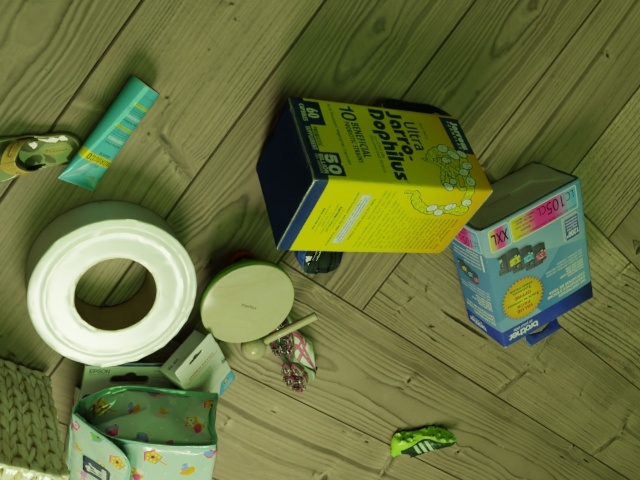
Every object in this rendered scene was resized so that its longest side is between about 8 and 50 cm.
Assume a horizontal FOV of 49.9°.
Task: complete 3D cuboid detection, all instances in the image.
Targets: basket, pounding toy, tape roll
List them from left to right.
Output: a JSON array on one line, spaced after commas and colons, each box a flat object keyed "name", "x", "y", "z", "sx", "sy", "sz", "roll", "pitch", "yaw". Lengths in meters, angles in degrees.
[{"name": "basket", "x": -0.617, "y": 0.376, "z": 1.099, "sx": 0.266, "sy": 0.328, "sz": 0.331, "roll": 32, "pitch": 96, "yaw": -35}, {"name": "tape roll", "x": -0.369, "y": 0.077, "z": 1.216, "sx": 0.286, "sy": 0.100, "sz": 0.286, "roll": -10, "pitch": 116, "yaw": -22}, {"name": "pounding toy", "x": -0.141, "y": 0.109, "z": 1.342, "sx": 0.183, "sy": 0.110, "sz": 0.237, "roll": -36, "pitch": 131, "yaw": 0}]

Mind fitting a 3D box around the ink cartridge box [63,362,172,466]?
[{"name": "ink cartridge box", "x": -0.408, "y": 0.389, "z": 1.358, "sx": 0.176, "sy": 0.069, "sz": 0.370, "roll": 6, "pitch": 111, "yaw": -28}]

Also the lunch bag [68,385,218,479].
[{"name": "lunch bag", "x": -0.327, "y": 0.387, "z": 1.256, "sx": 0.263, "sy": 0.160, "sz": 0.223, "roll": 6, "pitch": 126, "yaw": -14}]

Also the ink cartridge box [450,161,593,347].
[{"name": "ink cartridge box", "x": 0.465, "y": 0.057, "z": 1.578, "sx": 0.270, "sy": 0.151, "sz": 0.395, "roll": -27, "pitch": 123, "yaw": -12}]

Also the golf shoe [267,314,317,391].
[{"name": "golf shoe", "x": -0.057, "y": 0.225, "z": 1.462, "sx": 0.086, "sy": 0.068, "sz": 0.186, "roll": -42, "pitch": 124, "yaw": -47}]

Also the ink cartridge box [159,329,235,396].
[{"name": "ink cartridge box", "x": -0.239, "y": 0.248, "z": 1.326, "sx": 0.104, "sy": 0.060, "sz": 0.180, "roll": -49, "pitch": 148, "yaw": -27}]

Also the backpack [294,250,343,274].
[{"name": "backpack", "x": 0.000, "y": 0.000, "z": 1.356, "sx": 0.098, "sy": 0.101, "sz": 0.120, "roll": -2, "pitch": 120, "yaw": -20}]

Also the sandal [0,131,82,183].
[{"name": "sandal", "x": -0.472, "y": -0.132, "z": 1.101, "sx": 0.180, "sy": 0.049, "sz": 0.072, "roll": -15, "pitch": 118, "yaw": -19}]

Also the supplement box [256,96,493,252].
[{"name": "supplement box", "x": 0.092, "y": -0.110, "z": 1.256, "sx": 0.357, "sy": 0.194, "sz": 0.195, "roll": 1, "pitch": 143, "yaw": -26}]

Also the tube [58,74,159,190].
[{"name": "tube", "x": -0.348, "y": -0.176, "z": 1.140, "sx": 0.207, "sy": 0.052, "sz": 0.080, "roll": -53, "pitch": 149, "yaw": 6}]

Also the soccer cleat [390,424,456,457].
[{"name": "soccer cleat", "x": 0.257, "y": 0.512, "z": 1.741, "sx": 0.179, "sy": 0.060, "sz": 0.072, "roll": 2, "pitch": 121, "yaw": -19}]

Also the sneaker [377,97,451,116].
[{"name": "sneaker", "x": 0.186, "y": -0.225, "z": 1.373, "sx": 0.210, "sy": 0.069, "sz": 0.082, "roll": 3, "pitch": 136, "yaw": -32}]
